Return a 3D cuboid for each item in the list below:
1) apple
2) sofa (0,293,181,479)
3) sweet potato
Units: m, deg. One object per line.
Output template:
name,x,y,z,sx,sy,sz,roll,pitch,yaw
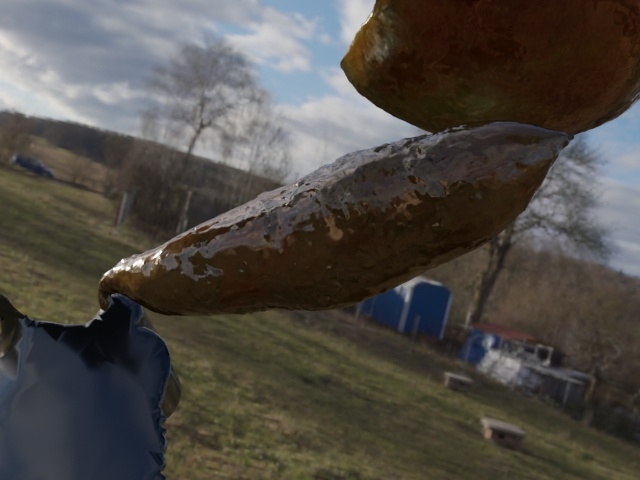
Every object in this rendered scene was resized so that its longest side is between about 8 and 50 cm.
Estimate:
apple,0.194,-0.209,0.697,0.346,0.254,0.179,-27,26,-17
sofa,-0.191,0.193,0.675,0.182,0.258,0.200,11,-29,7
sweet potato,0.000,0.000,0.337,0.205,0.060,0.068,-14,-23,12
